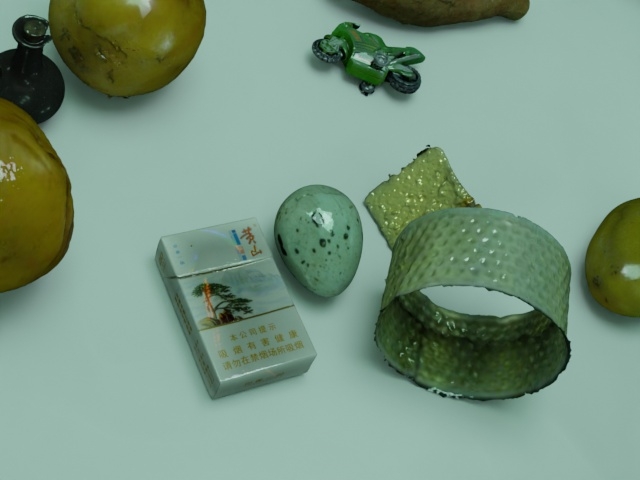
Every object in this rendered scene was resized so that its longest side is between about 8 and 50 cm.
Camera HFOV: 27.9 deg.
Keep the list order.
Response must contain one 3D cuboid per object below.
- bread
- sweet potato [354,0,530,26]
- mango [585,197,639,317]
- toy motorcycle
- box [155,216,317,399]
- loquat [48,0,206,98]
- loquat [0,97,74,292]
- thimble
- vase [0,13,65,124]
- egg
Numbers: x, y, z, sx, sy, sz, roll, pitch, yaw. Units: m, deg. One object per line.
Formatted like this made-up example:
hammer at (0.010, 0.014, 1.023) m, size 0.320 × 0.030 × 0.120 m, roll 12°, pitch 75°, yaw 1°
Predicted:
bread at (0.157, -0.048, 1.961) m, size 0.152 × 0.127 × 0.147 m, roll -29°, pitch 72°, yaw -14°
sweet potato at (0.191, -0.414, 2.201) m, size 0.385 × 0.109 × 0.109 m, roll 7°, pitch 57°, yaw -22°
mango at (0.505, 0.016, 2.035) m, size 0.156 × 0.114 × 0.251 m, roll 27°, pitch 55°, yaw 6°
toy motorcycle at (0.078, -0.301, 2.111) m, size 0.190 × 0.074 × 0.106 m, roll 19°, pitch 46°, yaw -8°
box at (-0.120, 0.090, 1.788) m, size 0.149 × 0.067 × 0.233 m, roll -13°, pitch 64°, yaw -27°
loquat at (-0.283, -0.324, 1.893) m, size 0.235 × 0.235 × 0.235 m, roll 9°, pitch 57°, yaw -15°
loquat at (-0.458, -0.047, 1.641) m, size 0.284 × 0.276 × 0.276 m, roll -29°, pitch 72°, yaw -15°
thimble at (0.219, 0.091, 1.791) m, size 0.271 × 0.271 × 0.150 m, roll 19°, pitch 52°, yaw -8°
vase at (-0.413, -0.242, 1.816) m, size 0.120 × 0.183 × 0.120 m, roll 10°, pitch 56°, yaw -15°
egg at (0.000, 0.000, 1.849) m, size 0.131 × 0.131 × 0.164 m, roll -6°, pitch 67°, yaw -23°
